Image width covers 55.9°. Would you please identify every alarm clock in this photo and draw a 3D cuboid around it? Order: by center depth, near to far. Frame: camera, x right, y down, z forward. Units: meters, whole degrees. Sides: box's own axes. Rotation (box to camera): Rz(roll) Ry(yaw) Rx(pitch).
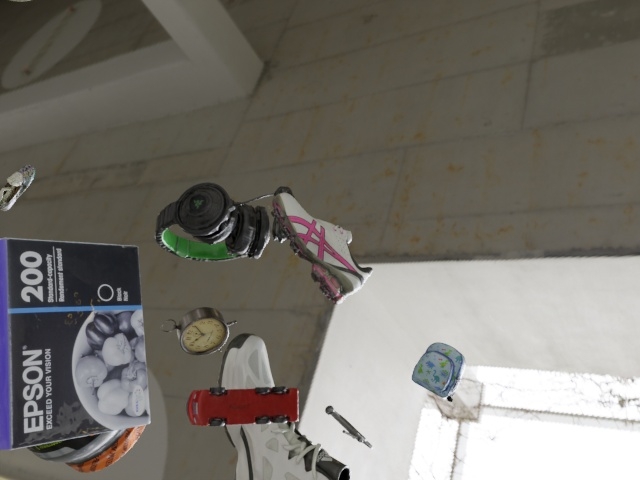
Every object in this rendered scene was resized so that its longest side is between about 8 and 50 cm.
[{"bbox_3d":[-0.327,0.233,1.581,0.129,0.192,0.064,-60,-141,18],"label":"alarm clock"}]

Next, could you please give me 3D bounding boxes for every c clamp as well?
[{"bbox_3d":[0.061,0.420,1.372,0.022,0.137,0.160,-52,-151,-7],"label":"c clamp"}]

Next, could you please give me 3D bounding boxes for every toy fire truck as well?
[{"bbox_3d":[-0.098,0.223,0.815,0.135,0.192,0.047,-24,-116,55],"label":"toy fire truck"}]

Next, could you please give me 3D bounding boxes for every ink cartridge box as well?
[{"bbox_3d":[-0.281,0.101,0.623,0.045,0.208,0.206,-16,-104,42],"label":"ink cartridge box"}]

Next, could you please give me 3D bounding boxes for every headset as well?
[{"bbox_3d":[-0.212,-0.020,1.389,0.394,0.243,0.185,-24,-124,35],"label":"headset"}]

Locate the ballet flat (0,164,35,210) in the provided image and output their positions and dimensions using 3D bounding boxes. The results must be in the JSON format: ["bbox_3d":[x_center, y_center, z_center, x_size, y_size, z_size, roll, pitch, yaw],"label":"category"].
[{"bbox_3d":[-0.630,-0.108,1.237,0.114,0.041,0.041,-51,-138,6],"label":"ballet flat"}]

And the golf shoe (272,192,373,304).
[{"bbox_3d":[0.000,0.000,0.901,0.086,0.186,0.067,-36,-179,-10],"label":"golf shoe"}]

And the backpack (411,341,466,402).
[{"bbox_3d":[0.275,0.293,1.385,0.105,0.084,0.114,25,-98,32],"label":"backpack"}]

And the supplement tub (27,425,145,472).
[{"bbox_3d":[-0.413,0.202,0.922,0.193,0.316,0.194,-19,-147,13],"label":"supplement tub"}]

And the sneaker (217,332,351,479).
[{"bbox_3d":[-0.060,0.414,1.290,0.257,0.169,0.448,-9,-93,24],"label":"sneaker"}]
